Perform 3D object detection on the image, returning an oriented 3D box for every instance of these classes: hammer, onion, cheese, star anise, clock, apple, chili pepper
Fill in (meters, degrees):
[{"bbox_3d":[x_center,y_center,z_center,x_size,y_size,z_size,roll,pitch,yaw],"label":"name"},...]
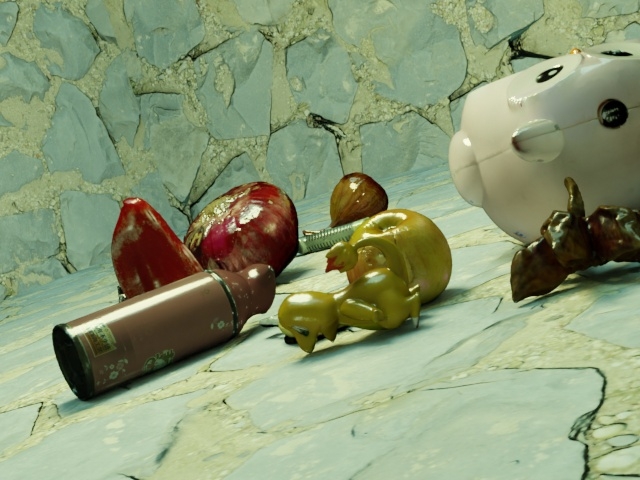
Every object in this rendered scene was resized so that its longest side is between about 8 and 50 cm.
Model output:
[{"bbox_3d":[0.000,0.000,2.314,0.226,0.041,0.159,-15,7,19],"label":"hammer"},{"bbox_3d":[-0.149,-0.001,2.046,0.246,0.190,0.246,-23,25,11],"label":"onion"},{"bbox_3d":[-0.030,0.109,1.440,0.086,0.036,0.162,-20,7,-33],"label":"cheese"},{"bbox_3d":[0.300,0.001,1.224,0.196,0.111,0.212,-29,18,-32],"label":"star anise"},{"bbox_3d":[0.368,-0.130,1.491,0.368,0.251,0.376,-16,0,2],"label":"clock"},{"bbox_3d":[0.100,0.023,1.412,0.146,0.146,0.146,-17,6,2],"label":"apple"},{"bbox_3d":[-0.293,0.039,1.862,0.144,0.253,0.136,0,35,46],"label":"chili pepper"}]

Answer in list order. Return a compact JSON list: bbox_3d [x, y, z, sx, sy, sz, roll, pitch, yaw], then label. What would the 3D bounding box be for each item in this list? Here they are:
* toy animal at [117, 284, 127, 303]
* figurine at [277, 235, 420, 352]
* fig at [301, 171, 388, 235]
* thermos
[{"bbox_3d":[-0.316,0.110,2.106,0.202,0.070,0.105,-18,-14,30],"label":"toy animal"},{"bbox_3d":[0.031,0.062,1.289,0.176,0.122,0.121,-16,9,5],"label":"figurine"},{"bbox_3d":[0.058,-0.064,2.483,0.201,0.134,0.146,-43,-13,-24],"label":"fig"},{"bbox_3d":[-0.205,0.126,1.534,0.330,0.136,0.109,-21,35,-31],"label":"thermos"}]
